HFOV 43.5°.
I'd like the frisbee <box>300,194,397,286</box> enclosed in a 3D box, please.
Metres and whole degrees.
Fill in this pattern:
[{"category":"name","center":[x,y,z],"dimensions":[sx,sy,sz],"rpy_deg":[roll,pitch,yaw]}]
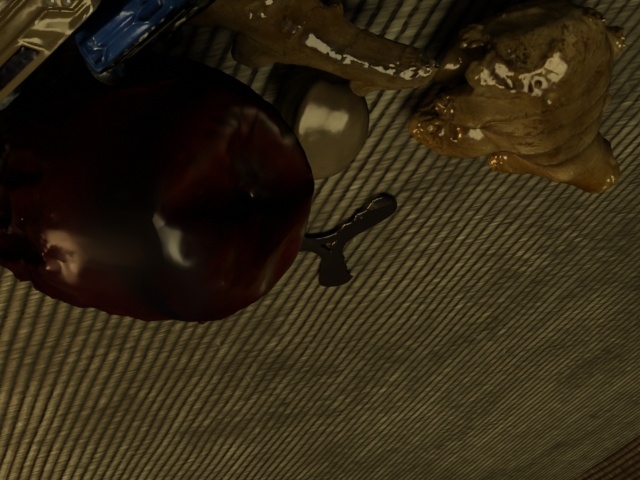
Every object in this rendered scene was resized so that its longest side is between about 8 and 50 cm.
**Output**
[{"category":"frisbee","center":[0.000,0.000,1.130],"dimensions":[0.187,0.012,0.211],"rpy_deg":[6,139,-30]}]

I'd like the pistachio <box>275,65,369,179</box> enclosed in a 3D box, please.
[{"category":"pistachio","center":[0.001,-0.126,0.871],"dimensions":[0.113,0.113,0.149],"rpy_deg":[-12,144,-10]}]

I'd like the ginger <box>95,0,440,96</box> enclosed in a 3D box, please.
[{"category":"ginger","center":[-0.045,-0.212,0.731],"dimensions":[0.333,0.081,0.148],"rpy_deg":[21,116,-25]}]

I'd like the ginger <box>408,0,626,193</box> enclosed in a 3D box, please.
[{"category":"ginger","center":[0.242,-0.128,0.940],"dimensions":[0.236,0.166,0.375],"rpy_deg":[-31,139,1]}]

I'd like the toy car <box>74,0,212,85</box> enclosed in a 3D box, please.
[{"category":"toy car","center":[-0.113,-0.177,0.571],"dimensions":[0.103,0.216,0.063],"rpy_deg":[-33,105,22]}]

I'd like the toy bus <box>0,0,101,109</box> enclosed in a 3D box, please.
[{"category":"toy bus","center":[-0.213,-0.213,0.501],"dimensions":[0.139,0.289,0.157],"rpy_deg":[-33,131,22]}]

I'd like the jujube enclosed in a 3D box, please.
[{"category":"jujube","center":[-0.169,-0.041,0.729],"dimensions":[0.258,0.376,0.258],"rpy_deg":[-5,100,-34]}]
